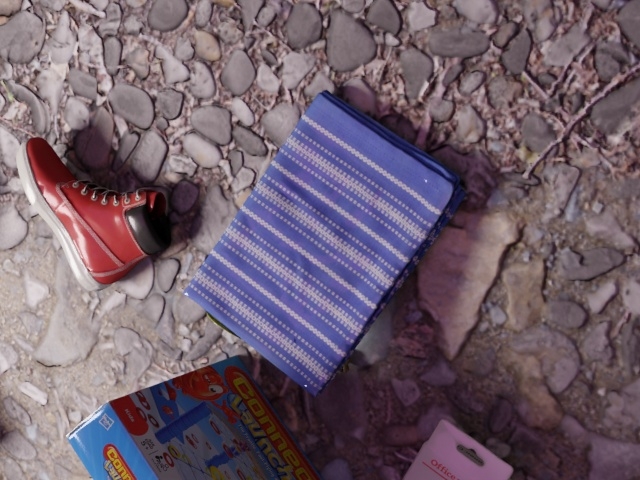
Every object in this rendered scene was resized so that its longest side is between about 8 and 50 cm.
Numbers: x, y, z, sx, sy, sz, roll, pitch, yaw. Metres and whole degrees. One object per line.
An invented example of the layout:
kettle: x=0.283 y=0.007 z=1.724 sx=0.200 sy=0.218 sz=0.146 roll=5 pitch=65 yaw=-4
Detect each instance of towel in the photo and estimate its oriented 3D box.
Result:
towel: x=0.000 y=0.000 z=1.420 sx=0.243 sy=0.040 sz=0.336 roll=36 pitch=96 yaw=19

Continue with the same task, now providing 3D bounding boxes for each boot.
boot: x=-0.317 y=-0.070 z=1.588 sx=0.176 sy=0.088 sz=0.244 roll=-32 pitch=89 yaw=25

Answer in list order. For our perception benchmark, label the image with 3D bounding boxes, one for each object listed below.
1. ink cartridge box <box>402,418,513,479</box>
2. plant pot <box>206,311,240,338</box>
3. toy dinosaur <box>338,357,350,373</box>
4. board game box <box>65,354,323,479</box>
ink cartridge box: x=0.162 y=0.325 z=1.402 sx=0.115 sy=0.067 sz=0.198 roll=35 pitch=111 yaw=19
plant pot: x=-0.100 y=0.085 z=1.505 sx=0.083 sy=0.083 sz=0.079 roll=32 pitch=96 yaw=20
toy dinosaur: x=-0.026 y=0.104 z=1.489 sx=0.093 sy=0.053 sz=0.183 roll=-30 pitch=89 yaw=10
board game box: x=-0.125 y=0.317 z=1.411 sx=0.086 sy=0.302 sz=0.308 roll=-41 pitch=78 yaw=24
